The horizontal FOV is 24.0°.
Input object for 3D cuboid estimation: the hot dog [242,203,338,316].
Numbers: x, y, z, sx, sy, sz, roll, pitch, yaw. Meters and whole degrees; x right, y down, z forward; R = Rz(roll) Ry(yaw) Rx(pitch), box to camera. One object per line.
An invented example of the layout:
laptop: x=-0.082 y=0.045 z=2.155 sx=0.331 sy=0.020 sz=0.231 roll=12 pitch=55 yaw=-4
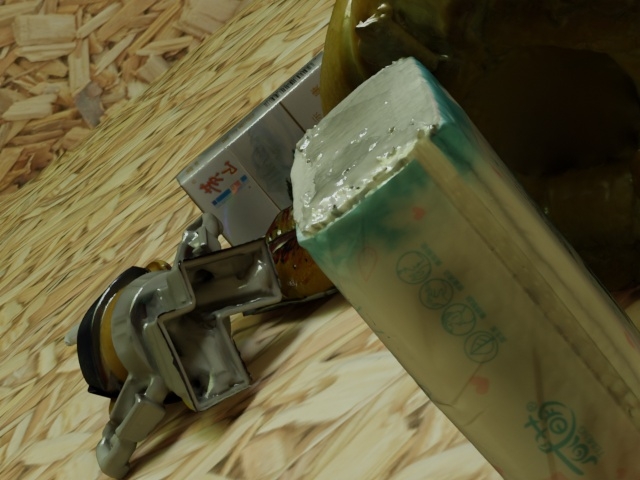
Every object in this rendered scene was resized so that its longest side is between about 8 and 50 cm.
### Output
hot dog: x=0.000 y=0.000 z=1.584 sx=0.270 sy=0.082 sz=0.162 roll=-19 pitch=26 yaw=53

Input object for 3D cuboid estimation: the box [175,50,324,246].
box: x=-0.036 y=-0.091 z=1.766 sx=0.233 sy=0.149 sz=0.067 roll=-41 pitch=14 yaw=0

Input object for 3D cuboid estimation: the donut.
donut: x=0.184 y=-0.119 z=1.068 sx=0.360 sy=0.360 sz=0.170 roll=-28 pitch=30 yaw=37

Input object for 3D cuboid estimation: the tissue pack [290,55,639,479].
tissue pack: x=0.103 y=0.030 z=0.951 sx=0.124 sy=0.271 sz=0.201 roll=-37 pitch=17 yaw=14

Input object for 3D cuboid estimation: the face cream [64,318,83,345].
face cream: x=-0.301 y=0.113 z=2.036 sx=0.130 sy=0.034 sz=0.034 roll=-28 pitch=21 yaw=37

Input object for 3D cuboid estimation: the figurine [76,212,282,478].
figurine: x=-0.165 y=0.097 z=1.585 sx=0.308 sy=0.143 sz=0.308 roll=-38 pitch=17 yaw=14
